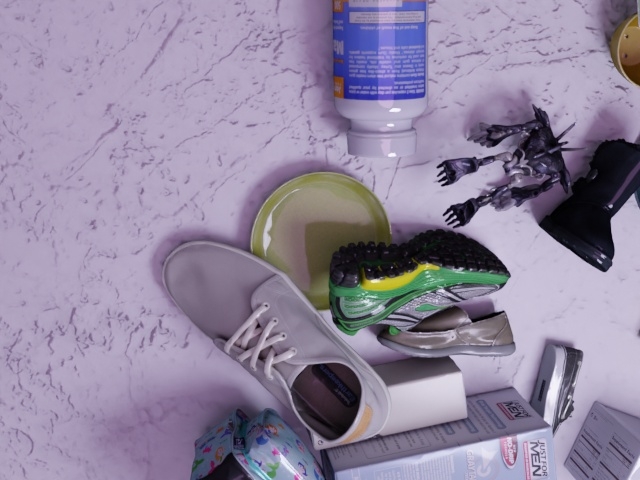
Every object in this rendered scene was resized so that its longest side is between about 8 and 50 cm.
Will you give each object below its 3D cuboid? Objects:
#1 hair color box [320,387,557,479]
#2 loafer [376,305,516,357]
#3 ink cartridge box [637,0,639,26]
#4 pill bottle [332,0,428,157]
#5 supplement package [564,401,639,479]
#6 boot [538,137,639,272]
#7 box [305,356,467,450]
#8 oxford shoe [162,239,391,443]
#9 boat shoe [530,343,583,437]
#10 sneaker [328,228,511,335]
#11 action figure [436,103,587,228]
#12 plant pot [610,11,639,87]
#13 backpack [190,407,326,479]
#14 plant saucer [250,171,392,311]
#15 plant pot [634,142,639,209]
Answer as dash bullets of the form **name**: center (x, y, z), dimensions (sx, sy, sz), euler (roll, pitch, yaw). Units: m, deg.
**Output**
- **hair color box**: center (0.196, 0.371, 1.756), dimensions (0.374, 0.185, 0.114), euler (-11, 105, -7)
- **loafer**: center (0.219, 0.155, 1.765), dimensions (0.251, 0.094, 0.087), euler (2, 92, -15)
- **ink cartridge box**: center (0.576, -0.445, 1.648), dimensions (0.171, 0.056, 0.235), euler (2, 82, -11)
- **pill bottle**: center (0.095, -0.272, 1.598), dimensions (0.152, 0.152, 0.272), euler (-3, 104, -9)
- **supplement package**: center (0.618, 0.429, 1.834), dimensions (0.261, 0.204, 0.145), euler (20, 99, -14)
- **boot**: center (0.471, -0.068, 1.668), dimensions (0.094, 0.246, 0.207), euler (37, 98, -10)
- **box**: center (0.107, 0.276, 1.757), dimensions (0.275, 0.113, 0.094), euler (-10, 104, -6)
- **oxford shoe**: center (-0.077, 0.159, 1.621), dimensions (0.449, 0.130, 0.169), euler (40, 107, 9)
- **boat shoe**: center (0.427, 0.298, 1.835), dimensions (0.070, 0.078, 0.219), euler (10, 100, -11)
- **sneaker**: center (0.163, 0.074, 1.702), dimensions (0.343, 0.134, 0.146), euler (-5, 124, -23)
- **action figure**: center (0.309, -0.125, 1.684), dimensions (0.275, 0.141, 0.164), euler (-23, 99, -31)
- **plant pot**: center (0.538, -0.323, 1.691), dimensions (0.134, 0.095, 0.134), euler (-3, 105, -10)
- **backpack**: center (-0.104, 0.395, 1.676), dimensions (0.191, 0.253, 0.225), euler (-40, 103, -3)
- **plant saucer**: center (0.000, 0.000, 1.708), dimensions (0.240, 0.037, 0.241), euler (-2, 104, -9)
- **plant pot**: center (0.702, -0.111, 1.692), dimensions (0.196, 0.293, 0.293), euler (23, 99, -31)
